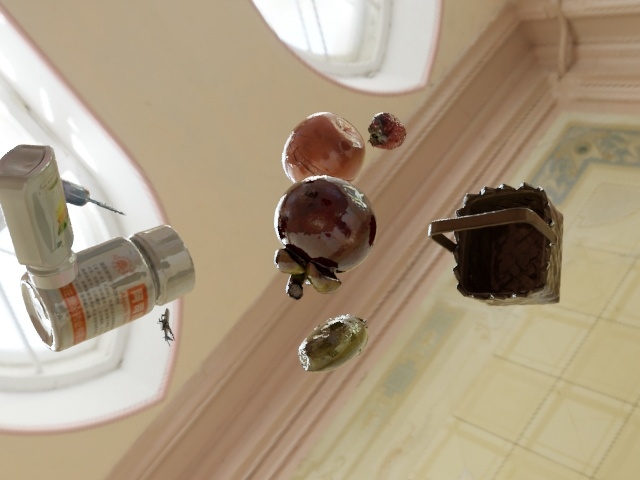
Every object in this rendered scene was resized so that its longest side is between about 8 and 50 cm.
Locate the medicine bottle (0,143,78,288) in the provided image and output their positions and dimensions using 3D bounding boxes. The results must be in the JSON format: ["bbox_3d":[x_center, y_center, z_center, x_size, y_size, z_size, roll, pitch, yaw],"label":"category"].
[{"bbox_3d":[-0.580,-0.042,1.607,0.111,0.296,0.161,5,-143,4],"label":"medicine bottle"}]

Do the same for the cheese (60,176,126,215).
[{"bbox_3d":[-0.586,-0.112,1.854,0.135,0.245,0.052,24,-90,46],"label":"cheese"}]

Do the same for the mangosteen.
[{"bbox_3d":[0.000,0.000,1.544,0.215,0.215,0.257,2,-113,43],"label":"mangosteen"}]

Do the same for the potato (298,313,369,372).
[{"bbox_3d":[0.033,0.243,1.853,0.149,0.113,0.251,-19,176,31],"label":"potato"}]

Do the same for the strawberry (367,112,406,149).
[{"bbox_3d":[0.178,-0.288,2.051,0.106,0.106,0.106,-23,-144,18],"label":"strawberry"}]

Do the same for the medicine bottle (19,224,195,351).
[{"bbox_3d":[-0.510,0.107,1.885,0.371,0.211,0.211,-23,-156,-34],"label":"medicine bottle"}]

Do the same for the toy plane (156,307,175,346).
[{"bbox_3d":[-0.316,0.175,1.588,0.024,0.084,0.078,-21,-146,-32],"label":"toy plane"}]

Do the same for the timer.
[{"bbox_3d":[0.008,-0.244,2.220,0.215,0.230,0.229,-50,-152,24],"label":"timer"}]

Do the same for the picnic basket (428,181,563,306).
[{"bbox_3d":[0.432,0.002,1.845,0.254,0.321,0.291,-7,-112,36],"label":"picnic basket"}]
